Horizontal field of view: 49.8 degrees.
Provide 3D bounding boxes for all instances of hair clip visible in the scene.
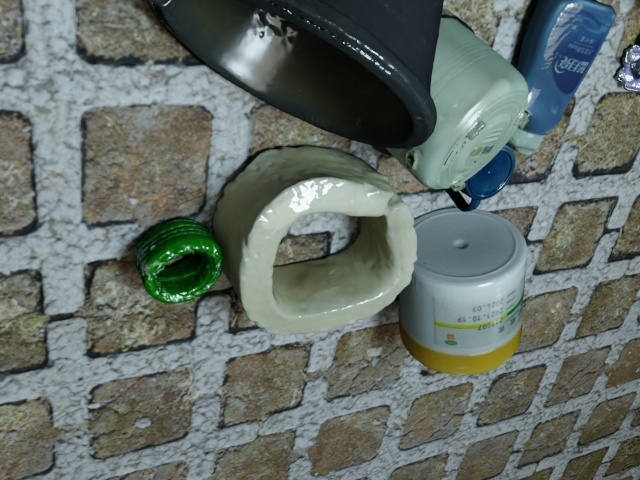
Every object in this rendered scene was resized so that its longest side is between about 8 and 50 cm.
[{"bbox_3d":[0.662,-0.345,1.308,0.195,0.052,0.124,-27,105,28],"label":"hair clip"}]

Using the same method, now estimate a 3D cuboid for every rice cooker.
[{"bbox_3d":[0.168,-0.212,1.034,0.226,0.244,0.226,-38,160,-16],"label":"rice cooker"}]

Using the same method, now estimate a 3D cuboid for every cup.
[{"bbox_3d":[0.261,-0.136,1.204,0.113,0.138,0.150,-37,133,-2],"label":"cup"}]

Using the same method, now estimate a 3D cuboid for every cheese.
[{"bbox_3d":[0.002,-0.001,1.135,0.332,0.153,0.293,-6,124,-28],"label":"cheese"}]

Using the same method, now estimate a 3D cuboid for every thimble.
[{"bbox_3d":[-0.222,0.032,1.069,0.130,0.090,0.118,-2,124,-29],"label":"thimble"}]

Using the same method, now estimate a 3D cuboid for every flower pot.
[{"bbox_3d":[0.018,-0.300,0.842,0.379,0.379,0.251,32,80,-42],"label":"flower pot"}]

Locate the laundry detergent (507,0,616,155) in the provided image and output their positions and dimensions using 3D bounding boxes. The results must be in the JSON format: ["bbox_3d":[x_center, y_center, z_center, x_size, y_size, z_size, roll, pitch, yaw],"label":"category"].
[{"bbox_3d":[0.400,-0.285,1.213,0.143,0.094,0.290,-3,123,-33],"label":"laundry detergent"}]

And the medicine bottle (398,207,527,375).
[{"bbox_3d":[0.265,0.094,1.303,0.237,0.238,0.232,-21,130,-17],"label":"medicine bottle"}]
